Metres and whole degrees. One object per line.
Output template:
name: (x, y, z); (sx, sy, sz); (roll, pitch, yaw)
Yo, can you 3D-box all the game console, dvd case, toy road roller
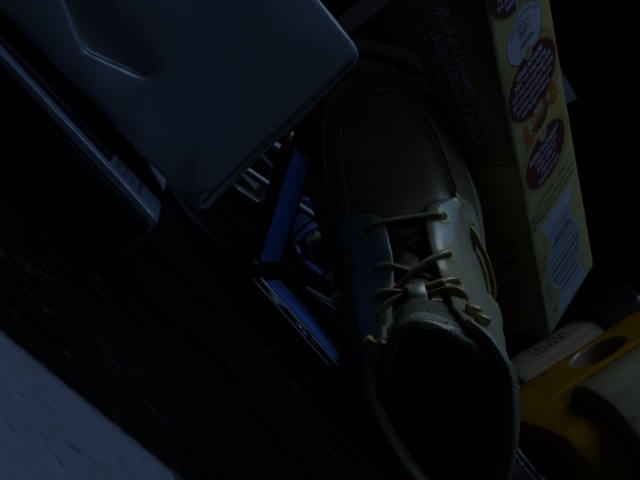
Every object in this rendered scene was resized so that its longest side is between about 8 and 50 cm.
game console: (0.000, 0.012, 0.962); (0.124, 0.085, 0.144); (48, 3, 4)
dvd case: (-0.154, -0.096, 0.676); (0.239, 0.029, 0.179); (48, 2, -8)
toy road roller: (0.281, 0.186, 1.404); (0.240, 0.202, 0.329); (61, -14, -8)

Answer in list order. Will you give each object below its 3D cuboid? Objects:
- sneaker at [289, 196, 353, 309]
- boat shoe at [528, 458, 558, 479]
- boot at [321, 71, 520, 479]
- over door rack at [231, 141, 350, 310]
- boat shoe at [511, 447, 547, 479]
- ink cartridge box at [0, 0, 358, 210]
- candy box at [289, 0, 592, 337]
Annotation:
sneaker: (0.000, 0.000, 1.494); (0.059, 0.053, 0.144); (42, 5, -47)
boat shoe: (0.159, 0.193, 1.275); (0.042, 0.049, 0.133); (56, 6, -11)
boot: (0.057, 0.025, 0.968); (0.203, 0.095, 0.262); (-42, 121, -84)
over door rack: (-0.086, -0.123, 1.308); (0.324, 0.108, 0.239); (47, 4, -31)
boat shoe: (0.222, 0.239, 1.143); (0.285, 0.092, 0.103); (49, 2, 6)
ink cartridge box: (-0.098, -0.135, 0.740); (0.172, 0.100, 0.237); (47, 1, -25)
candy box: (0.071, -0.087, 1.125); (0.183, 0.087, 0.316); (11, -44, 30)
